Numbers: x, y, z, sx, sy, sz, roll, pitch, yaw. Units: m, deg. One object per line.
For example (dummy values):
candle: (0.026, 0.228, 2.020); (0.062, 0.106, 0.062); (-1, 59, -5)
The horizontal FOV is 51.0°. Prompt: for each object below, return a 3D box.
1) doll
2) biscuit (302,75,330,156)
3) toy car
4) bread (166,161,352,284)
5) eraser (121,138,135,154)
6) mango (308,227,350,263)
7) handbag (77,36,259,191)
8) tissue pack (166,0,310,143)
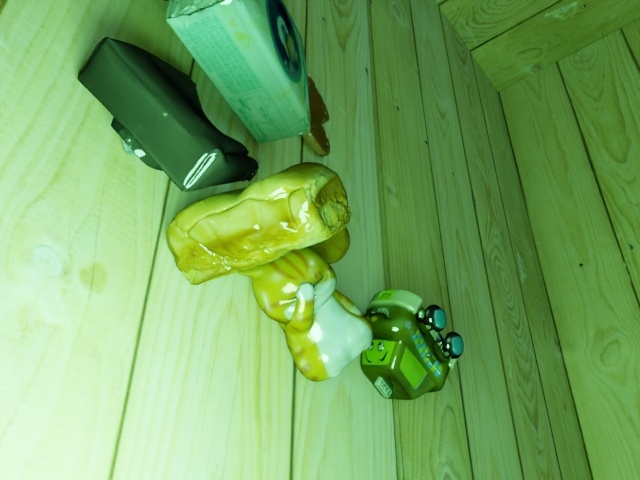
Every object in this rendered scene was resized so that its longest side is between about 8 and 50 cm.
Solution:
doll: (-0.017, 0.132, 1.250); (0.166, 0.162, 0.270); (-36, 107, -30)
biscuit: (-0.022, -0.315, 1.713); (0.186, 0.036, 0.192); (57, 29, -21)
toy car: (0.177, 0.252, 1.484); (0.248, 0.204, 0.198); (55, 52, -22)
bread: (-0.103, -0.030, 1.088); (0.167, 0.294, 0.132); (-25, 95, -62)
eraser: (-0.301, -0.159, 1.139); (0.099, 0.019, 0.027); (-5, 73, -59)
mango: (0.000, -0.006, 1.462); (0.165, 0.089, 0.115); (18, 62, -50)
handbag: (-0.241, -0.203, 1.144); (0.285, 0.113, 0.257); (47, 18, 9)
tissue pack: (-0.153, -0.424, 1.362); (0.388, 0.162, 0.287); (53, 27, -57)
